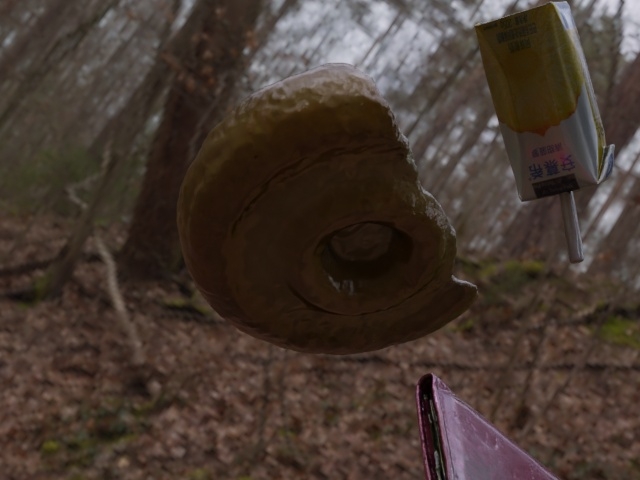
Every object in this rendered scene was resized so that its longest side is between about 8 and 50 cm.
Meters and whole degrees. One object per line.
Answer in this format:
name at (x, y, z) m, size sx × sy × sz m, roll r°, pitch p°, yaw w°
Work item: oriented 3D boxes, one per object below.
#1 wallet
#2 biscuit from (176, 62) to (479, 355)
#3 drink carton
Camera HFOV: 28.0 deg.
wallet at (0.143, 0.184, 0.818) m, size 0.232 × 0.025 × 0.119 m, roll 40°, pitch 27°, yaw -29°
biscuit at (0.000, 0.001, 1.014) m, size 0.274 × 0.213 × 0.091 m, roll 52°, pitch 18°, yaw -43°
drink carton at (0.185, -0.084, 1.012) m, size 0.084 × 0.200 × 0.074 m, roll -13°, pitch 6°, yaw 22°
